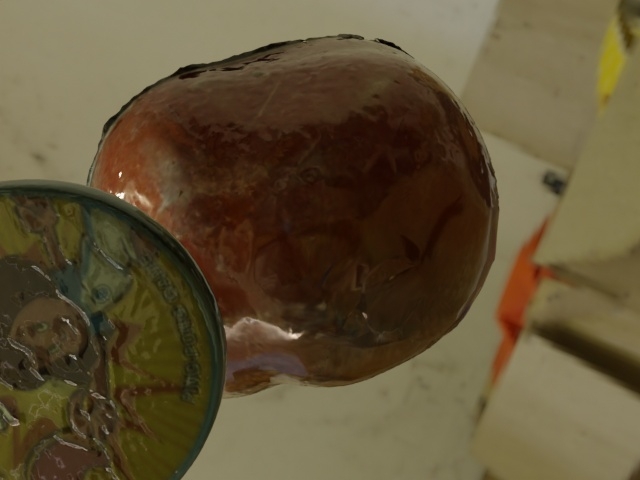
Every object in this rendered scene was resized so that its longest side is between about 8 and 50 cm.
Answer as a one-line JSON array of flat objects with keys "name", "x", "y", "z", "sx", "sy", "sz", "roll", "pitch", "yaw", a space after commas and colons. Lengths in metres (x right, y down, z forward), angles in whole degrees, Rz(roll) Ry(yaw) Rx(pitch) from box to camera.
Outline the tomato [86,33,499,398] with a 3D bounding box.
[{"name": "tomato", "x": 0.000, "y": 0.000, "z": 0.874, "sx": 0.155, "sy": 0.214, "sz": 0.181, "roll": 43, "pitch": 154, "yaw": 57}]

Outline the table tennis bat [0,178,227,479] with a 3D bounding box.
[{"name": "table tennis bat", "x": -0.094, "y": 0.045, "z": 0.462, "sx": 0.155, "sy": 0.100, "sz": 0.019, "roll": -33, "pitch": 13, "yaw": 19}]
